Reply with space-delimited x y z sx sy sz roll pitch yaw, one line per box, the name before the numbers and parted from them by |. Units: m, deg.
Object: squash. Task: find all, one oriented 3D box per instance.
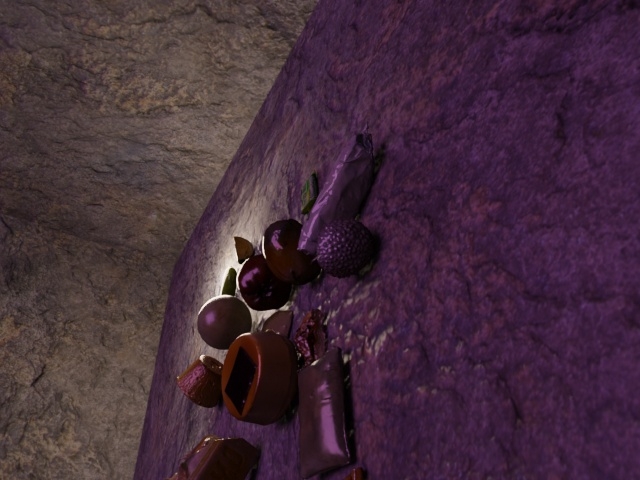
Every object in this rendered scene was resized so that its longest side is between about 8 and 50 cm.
squash | -0.181 0.331 1.752 0.184 0.085 0.192 -25 48 58
squash | -0.442 0.229 2.425 0.071 0.080 0.319 -17 47 14

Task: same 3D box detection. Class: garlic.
garlic | -0.441 0.841 1.757 0.313 0.249 0.287 115 149 -67

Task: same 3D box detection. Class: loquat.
loquat | -0.095 0.038 1.641 0.228 0.179 0.179 55 135 9

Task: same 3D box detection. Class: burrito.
burrito | 0.071 -0.148 1.529 0.446 0.138 0.101 -64 19 2

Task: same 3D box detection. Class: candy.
candy | -0.042 -0.183 1.932 0.102 0.032 0.178 -48 29 33

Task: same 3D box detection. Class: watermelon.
watermelon | -0.367 0.062 2.378 0.182 0.091 0.075 -113 34 -47

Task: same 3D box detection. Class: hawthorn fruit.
hawthorn fruit | -0.195 0.133 1.822 0.208 0.207 0.248 -59 12 23

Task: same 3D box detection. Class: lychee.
lychee | 0.053 0.022 1.387 0.197 0.165 0.165 -12 53 23

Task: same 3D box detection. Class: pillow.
pillow | 0.002 0.432 1.276 0.185 0.074 0.303 -40 39 35

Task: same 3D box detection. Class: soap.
soap | -0.308 0.717 1.547 0.073 0.140 0.232 -24 26 56

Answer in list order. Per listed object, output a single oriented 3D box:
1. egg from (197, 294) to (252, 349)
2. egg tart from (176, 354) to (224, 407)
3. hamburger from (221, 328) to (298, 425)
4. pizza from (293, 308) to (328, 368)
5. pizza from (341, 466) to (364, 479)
egg | -0.393 0.337 2.052 0.295 0.218 0.219 137 148 -70
egg tart | -0.476 0.578 2.094 0.147 0.202 0.202 -54 25 3
hamburger | -0.178 0.417 1.551 0.300 0.176 0.301 -26 56 48
pizza | -0.035 0.308 1.468 0.154 0.069 0.194 -58 26 25
pizza | 0.042 0.581 1.120 0.176 0.036 0.185 6 77 66
